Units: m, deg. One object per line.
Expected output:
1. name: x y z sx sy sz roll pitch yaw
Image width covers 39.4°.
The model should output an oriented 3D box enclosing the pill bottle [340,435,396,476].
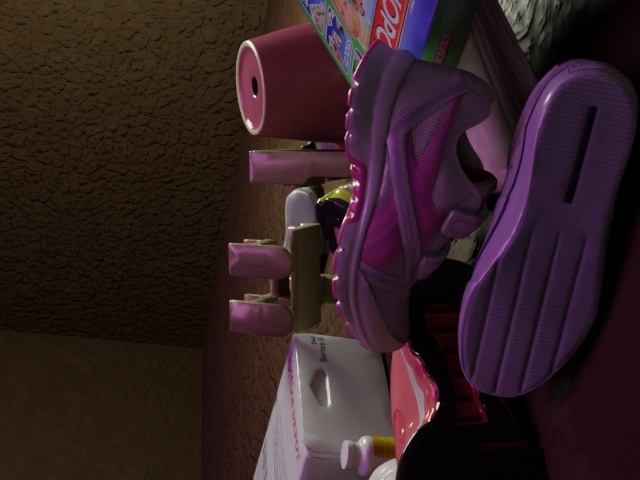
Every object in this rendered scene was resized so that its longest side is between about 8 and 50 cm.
1. pill bottle: 0.066 0.232 0.959 0.043 0.083 0.043 -173 90 -78

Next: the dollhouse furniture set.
1. dollhouse furniture set: 0.000 0.000 1.199 0.212 0.161 0.242 -17 -72 -63

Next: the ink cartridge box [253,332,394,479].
1. ink cartridge box: 0.000 0.294 1.142 0.211 0.121 0.289 -99 20 -53

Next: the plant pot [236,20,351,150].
1. plant pot: -0.013 -0.217 1.232 0.201 0.180 0.201 171 90 -70

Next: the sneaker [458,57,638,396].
1. sneaker: 0.167 -0.007 0.652 0.091 0.094 0.258 -61 -12 -66

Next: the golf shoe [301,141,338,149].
1. golf shoe: 0.020 -0.177 1.406 0.176 0.086 0.069 113 162 -48

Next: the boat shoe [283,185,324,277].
1. boat shoe: -0.024 0.003 1.574 0.070 0.078 0.219 -39 -36 -54

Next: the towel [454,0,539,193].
1. towel: 0.091 -0.188 0.839 0.332 0.053 0.317 -178 65 -78

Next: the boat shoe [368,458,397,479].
1. boat shoe: 0.039 0.382 0.885 0.156 0.136 0.367 -126 47 -72

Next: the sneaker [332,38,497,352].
1. sneaker: 0.074 -0.021 0.682 0.103 0.111 0.252 -63 -21 -61

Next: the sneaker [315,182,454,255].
1. sneaker: 0.086 0.021 0.904 0.111 0.121 0.300 46 166 26

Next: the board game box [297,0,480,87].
1. board game box: 0.043 -0.230 0.710 0.213 0.046 0.317 61 167 17

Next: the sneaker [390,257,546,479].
1. sneaker: 0.117 0.172 0.767 0.136 0.116 0.314 88 -177 -53
